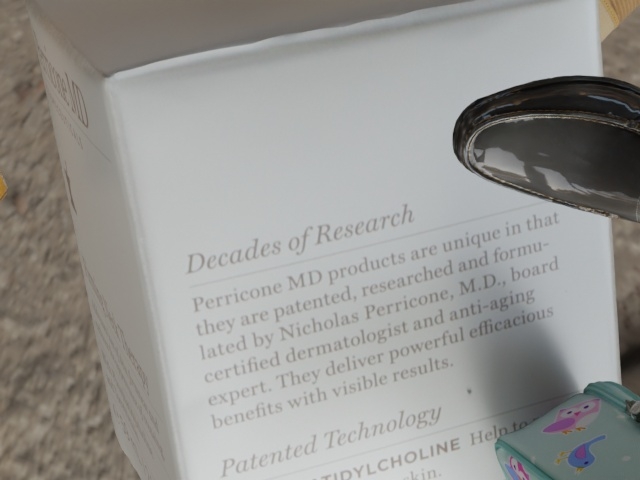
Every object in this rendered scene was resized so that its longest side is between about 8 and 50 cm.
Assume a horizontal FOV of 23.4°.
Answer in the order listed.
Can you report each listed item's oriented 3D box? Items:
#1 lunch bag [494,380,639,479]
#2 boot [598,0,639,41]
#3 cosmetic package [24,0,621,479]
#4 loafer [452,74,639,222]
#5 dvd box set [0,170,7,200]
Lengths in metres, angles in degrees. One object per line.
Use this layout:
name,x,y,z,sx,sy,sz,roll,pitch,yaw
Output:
lunch bag,0.225,0.226,0.983,0.108,0.224,0.279,-28,109,-8
boot,0.231,-0.267,1.128,0.090,0.248,0.207,30,82,16
cosmetic package,0.000,0.000,1.136,0.327,0.329,0.394,-14,112,-15
loafer,0.148,-0.037,0.728,0.170,0.061,0.062,3,123,-3
dvd box set,-0.401,-0.196,1.069,0.307,0.062,0.420,18,144,18
